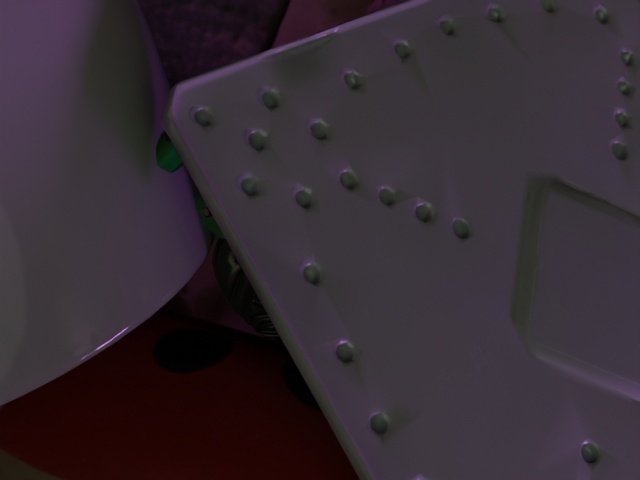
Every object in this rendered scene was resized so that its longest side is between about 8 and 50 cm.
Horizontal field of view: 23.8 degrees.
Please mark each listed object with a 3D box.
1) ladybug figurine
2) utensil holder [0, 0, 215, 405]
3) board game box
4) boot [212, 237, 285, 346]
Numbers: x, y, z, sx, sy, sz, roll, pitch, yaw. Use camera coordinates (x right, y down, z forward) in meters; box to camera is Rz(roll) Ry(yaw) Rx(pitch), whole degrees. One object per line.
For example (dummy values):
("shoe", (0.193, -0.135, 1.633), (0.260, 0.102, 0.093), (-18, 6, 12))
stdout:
("ladybug figurine", (-0.032, 0.144, 0.923), (0.449, 0.305, 0.162), (16, 88, 14))
("utensil holder", (-0.259, -0.124, 0.807), (0.327, 0.327, 0.385), (-23, 110, -5))
("board game box", (0.147, 0.037, 0.854), (0.390, 0.050, 0.390), (-25, 82, -35))
("boot", (-0.002, 0.001, 0.947), (0.189, 0.208, 0.076), (27, 107, -27))
